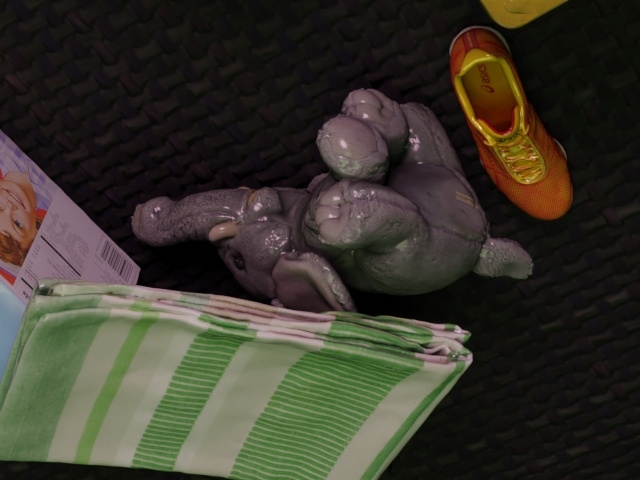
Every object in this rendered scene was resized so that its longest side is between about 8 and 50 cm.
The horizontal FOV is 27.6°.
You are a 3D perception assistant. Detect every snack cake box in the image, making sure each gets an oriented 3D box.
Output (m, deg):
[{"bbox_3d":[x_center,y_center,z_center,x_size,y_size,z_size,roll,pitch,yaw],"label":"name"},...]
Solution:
[{"bbox_3d":[-0.271,-0.001,1.023,0.089,0.152,0.264,-30,117,25],"label":"snack cake box"}]

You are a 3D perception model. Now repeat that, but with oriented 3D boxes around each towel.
[{"bbox_3d":[-0.076,0.123,0.994,0.325,0.038,0.248,8,141,-18],"label":"towel"}]

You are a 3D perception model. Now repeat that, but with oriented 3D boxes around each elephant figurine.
[{"bbox_3d":[0.000,0.000,1.015,0.169,0.186,0.239,-4,155,-46],"label":"elephant figurine"}]

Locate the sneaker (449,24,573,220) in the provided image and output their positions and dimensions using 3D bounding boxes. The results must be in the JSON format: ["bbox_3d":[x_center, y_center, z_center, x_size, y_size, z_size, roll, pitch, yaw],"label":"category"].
[{"bbox_3d":[0.139,-0.076,0.977,0.064,0.067,0.175,-24,121,19],"label":"sneaker"}]

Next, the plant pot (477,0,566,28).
[{"bbox_3d":[0.133,-0.252,0.779,0.212,0.187,0.212,-28,117,23],"label":"plant pot"}]

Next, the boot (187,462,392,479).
[{"bbox_3d":[-0.046,0.181,1.181,0.198,0.077,0.137,-17,117,16],"label":"boot"}]
